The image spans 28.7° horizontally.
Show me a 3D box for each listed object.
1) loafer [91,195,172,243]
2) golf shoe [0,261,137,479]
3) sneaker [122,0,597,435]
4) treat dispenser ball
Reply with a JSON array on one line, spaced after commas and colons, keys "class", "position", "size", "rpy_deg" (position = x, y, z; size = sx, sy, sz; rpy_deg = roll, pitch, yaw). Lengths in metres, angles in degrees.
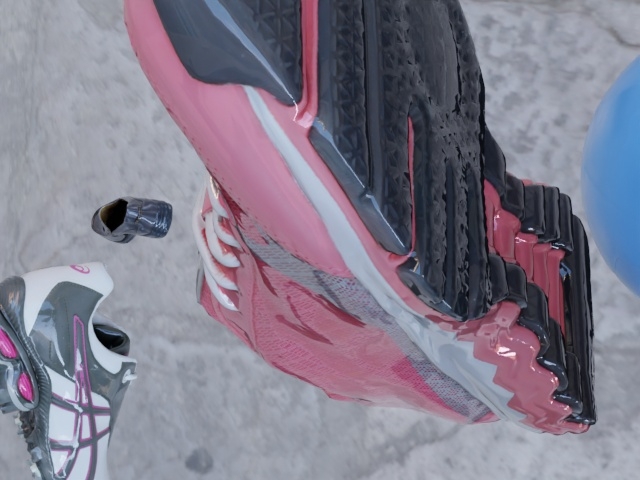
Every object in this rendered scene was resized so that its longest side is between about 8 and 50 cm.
[{"class": "loafer", "position": [-0.254, -0.032, 1.589], "size": [0.061, 0.170, 0.062], "rpy_deg": [15, 76, -35]}, {"class": "golf shoe", "position": [-0.199, 0.137, 1.039], "size": [0.120, 0.105, 0.273], "rpy_deg": [-23, 132, -14]}, {"class": "sneaker", "position": [0.000, 0.001, 0.433], "size": [0.136, 0.116, 0.314], "rpy_deg": [-10, 149, 23]}, {"class": "treat dispenser ball", "position": [0.379, -0.057, 1.118], "size": [0.288, 0.288, 0.288], "rpy_deg": [-3, 104, -13]}]
